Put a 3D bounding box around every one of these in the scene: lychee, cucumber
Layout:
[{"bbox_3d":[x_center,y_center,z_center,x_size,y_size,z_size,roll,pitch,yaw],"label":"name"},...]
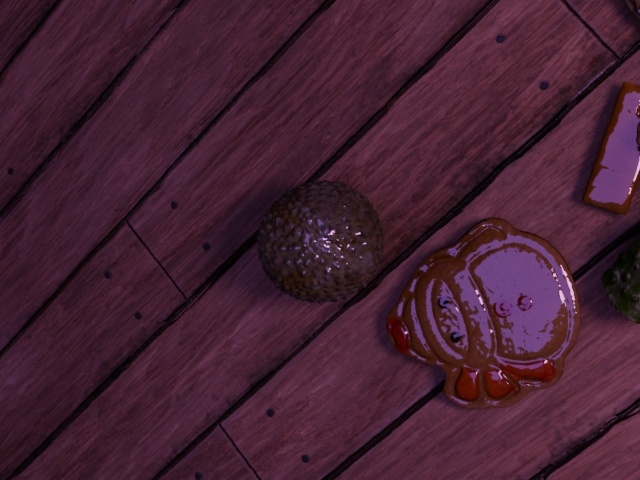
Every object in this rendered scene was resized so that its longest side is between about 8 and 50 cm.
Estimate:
[{"bbox_3d":[0.000,0.000,1.630,0.255,0.274,0.256,0,86,1],"label":"lychee"},{"bbox_3d":[0.590,0.028,1.408,0.134,0.134,0.244,40,139,15],"label":"cucumber"}]

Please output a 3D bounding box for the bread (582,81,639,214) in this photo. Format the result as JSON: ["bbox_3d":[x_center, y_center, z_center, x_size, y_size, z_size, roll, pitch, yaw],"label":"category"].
[{"bbox_3d":[0.551,-0.165,1.505,0.088,0.049,0.226,21,100,19],"label":"bread"}]

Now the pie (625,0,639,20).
[{"bbox_3d":[0.674,-0.503,1.421,0.338,0.077,0.339,0,90,20],"label":"pie"}]

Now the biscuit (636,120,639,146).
[{"bbox_3d":[0.649,-0.130,1.438,0.144,0.040,0.236,-30,80,-12],"label":"biscuit"}]

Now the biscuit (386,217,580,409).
[{"bbox_3d":[0.311,0.149,1.619,0.381,0.074,0.359,-18,85,19],"label":"biscuit"}]
